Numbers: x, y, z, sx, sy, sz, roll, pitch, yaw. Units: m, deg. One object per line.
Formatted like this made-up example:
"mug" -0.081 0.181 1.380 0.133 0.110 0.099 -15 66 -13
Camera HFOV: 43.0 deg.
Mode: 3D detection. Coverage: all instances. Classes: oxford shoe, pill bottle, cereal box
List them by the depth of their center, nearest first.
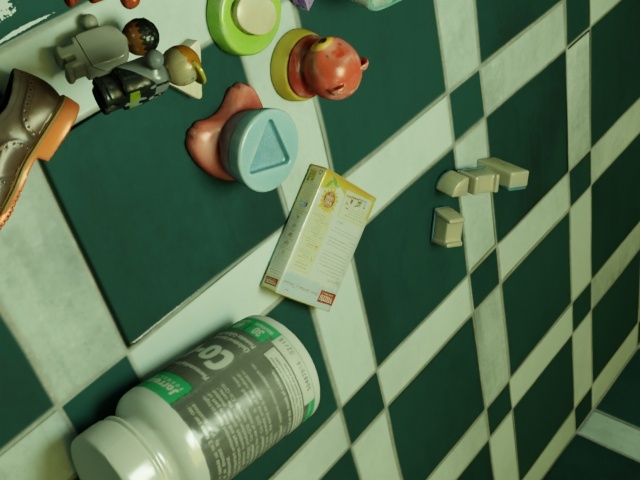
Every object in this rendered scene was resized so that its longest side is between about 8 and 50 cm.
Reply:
"oxford shoe" -0.403 -0.080 0.970 0.098 0.097 0.271 38 71 -30
"pill bottle" -0.188 0.284 1.277 0.361 0.204 0.204 -31 128 -39
"cereal box" 0.000 0.000 1.498 0.173 0.047 0.240 27 85 -51

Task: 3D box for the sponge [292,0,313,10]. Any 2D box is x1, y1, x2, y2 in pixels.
"sponge" -0.018 -0.454 1.222 0.117 0.031 0.210 -61 165 -12

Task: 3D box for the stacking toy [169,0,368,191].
"stacking toy" -0.077 -0.242 1.233 0.309 0.130 0.279 -57 140 -16

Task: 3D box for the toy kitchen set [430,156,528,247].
"toy kitchen set" 0.342 -0.086 1.839 0.207 0.122 0.166 -8 114 -26

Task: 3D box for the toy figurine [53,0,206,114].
"toy figurine" -0.239 -0.274 0.961 0.148 0.213 0.209 -29 127 -22

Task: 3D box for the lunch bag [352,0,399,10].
"lunch bag" 0.112 -0.515 1.297 0.224 0.108 0.279 -46 157 -51
